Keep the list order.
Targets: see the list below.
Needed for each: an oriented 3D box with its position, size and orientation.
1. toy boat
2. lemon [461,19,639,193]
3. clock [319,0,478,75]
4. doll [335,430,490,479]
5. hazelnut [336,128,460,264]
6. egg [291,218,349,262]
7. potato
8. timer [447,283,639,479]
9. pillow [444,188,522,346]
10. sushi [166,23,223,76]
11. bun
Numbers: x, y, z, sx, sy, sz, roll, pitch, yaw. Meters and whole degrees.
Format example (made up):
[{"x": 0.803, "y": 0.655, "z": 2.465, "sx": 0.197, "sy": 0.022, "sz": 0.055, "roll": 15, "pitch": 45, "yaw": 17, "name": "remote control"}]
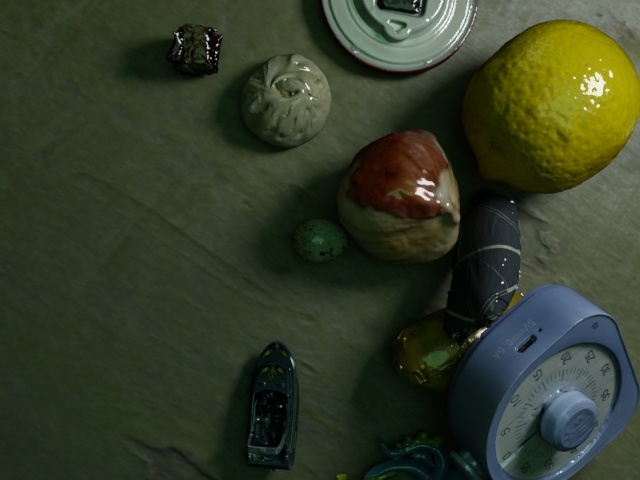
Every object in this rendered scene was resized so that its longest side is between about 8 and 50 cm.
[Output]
[{"x": -0.088, "y": 0.309, "z": 1.819, "sx": 0.093, "sy": 0.103, "sz": 0.246, "roll": 2, "pitch": 82, "yaw": 15, "name": "toy boat"}, {"x": 0.429, "y": -0.248, "z": 1.819, "sx": 0.336, "sy": 0.336, "sz": 0.336, "roll": 0, "pitch": 87, "yaw": -9, "name": "lemon"}, {"x": 0.155, "y": -0.482, "z": 1.903, "sx": 0.318, "sy": 0.080, "sz": 0.318, "roll": 1, "pitch": 87, "yaw": -10, "name": "clock"}, {"x": 0.218, "y": 0.536, "z": 1.855, "sx": 0.341, "sy": 0.099, "sz": 0.346, "roll": -17, "pitch": 92, "yaw": -8, "name": "doll"}, {"x": 0.160, "y": -0.074, "z": 1.806, "sx": 0.261, "sy": 0.241, "sz": 0.261, "roll": -12, "pitch": 105, "yaw": -51, "name": "hazelnut"}, {"x": 0.000, "y": 0.000, "z": 1.853, "sx": 0.110, "sy": 0.085, "sz": 0.085, "roll": -8, "pitch": 89, "yaw": -17, "name": "egg"}, {"x": 0.278, "y": 0.199, "z": 1.859, "sx": 0.300, "sy": 0.140, "sz": 0.173, "roll": -19, "pitch": 75, "yaw": -15, "name": "potato"}, {"x": 0.400, "y": 0.303, "z": 1.776, "sx": 0.395, "sy": 0.173, "sz": 0.395, "roll": -17, "pitch": 125, "yaw": -26, "name": "timer"}, {"x": 0.299, "y": 0.037, "z": 1.809, "sx": 0.092, "sy": 0.161, "sz": 0.335, "roll": 30, "pitch": 51, "yaw": -24, "name": "pillow"}, {"x": -0.236, "y": -0.356, "z": 1.828, "sx": 0.098, "sy": 0.094, "sz": 0.084, "roll": 8, "pitch": 84, "yaw": -8, "name": "sushi"}, {"x": -0.059, "y": -0.266, "z": 1.848, "sx": 0.183, "sy": 0.102, "sz": 0.183, "roll": 0, "pitch": 90, "yaw": -10, "name": "bun"}]
